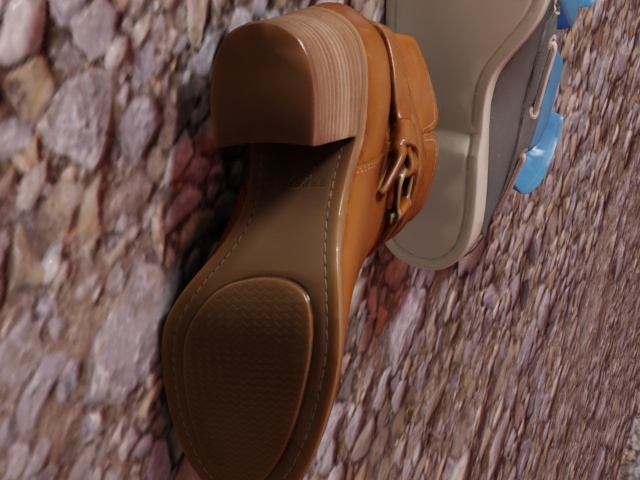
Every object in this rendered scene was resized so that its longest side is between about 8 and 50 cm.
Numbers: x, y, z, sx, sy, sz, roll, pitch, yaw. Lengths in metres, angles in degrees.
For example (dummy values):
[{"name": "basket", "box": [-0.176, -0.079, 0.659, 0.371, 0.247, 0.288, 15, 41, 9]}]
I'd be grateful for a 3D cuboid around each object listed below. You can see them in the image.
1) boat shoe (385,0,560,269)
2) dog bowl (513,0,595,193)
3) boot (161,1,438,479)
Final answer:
[{"name": "boat shoe", "box": [0.114, -0.138, 0.881, 0.099, 0.116, 0.320, -25, 130, -56]}, {"name": "dog bowl", "box": [0.170, -0.188, 1.030, 0.166, 0.074, 0.297, 37, 67, -63]}, {"name": "boot", "box": [0.000, 0.000, 0.739, 0.220, 0.109, 0.284, -20, 111, -66]}]
